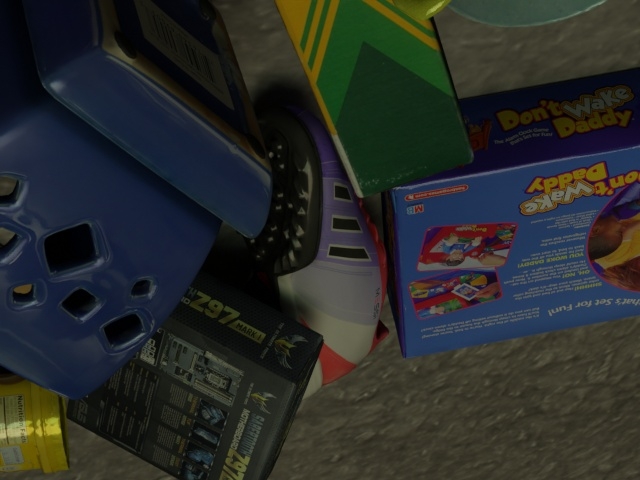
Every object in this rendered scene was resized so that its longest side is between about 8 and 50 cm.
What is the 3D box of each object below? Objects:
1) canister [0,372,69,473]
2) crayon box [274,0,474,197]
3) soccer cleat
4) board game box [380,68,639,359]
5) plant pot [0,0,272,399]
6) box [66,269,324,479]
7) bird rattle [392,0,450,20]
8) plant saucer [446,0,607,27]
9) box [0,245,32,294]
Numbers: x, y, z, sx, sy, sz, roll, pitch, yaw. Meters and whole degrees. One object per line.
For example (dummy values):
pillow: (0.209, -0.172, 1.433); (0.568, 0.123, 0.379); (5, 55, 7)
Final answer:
canister: (-0.307, 0.162, 1.448); (0.170, 0.073, 0.126); (-5, 156, -7)
crayon box: (0.000, -0.202, 0.976); (0.083, 0.203, 0.323); (-18, 142, 7)
soccer cleat: (0.000, 0.000, 1.335); (0.116, 0.108, 0.318); (-27, 143, -21)
board game box: (0.225, -0.028, 1.363); (0.347, 0.078, 0.233); (-10, 142, -3)
plant pot: (-0.172, -0.077, 1.073); (0.212, 0.236, 0.236); (-35, 137, 17)
box: (-0.109, 0.115, 1.381); (0.183, 0.059, 0.233); (28, 144, 7)
bird rattle: (0.009, -0.225, 0.747); (0.207, 0.143, 0.253); (-9, 110, 1)
plant saucer: (0.153, -0.227, 1.117); (0.195, 0.037, 0.195); (-12, 142, -10)
box: (-0.335, 0.031, 1.327); (0.164, 0.021, 0.201); (-29, 139, 20)
